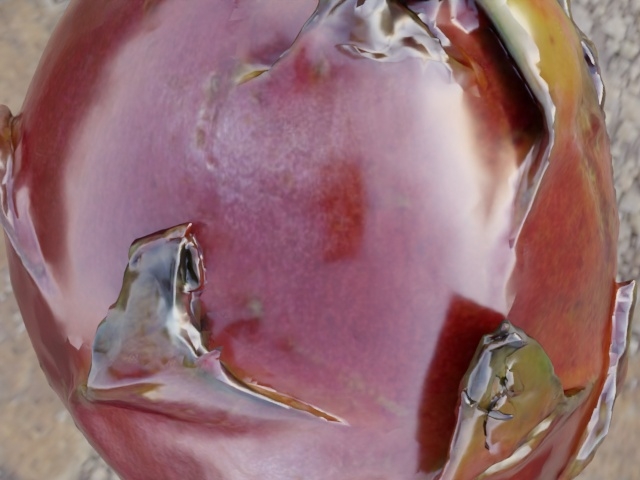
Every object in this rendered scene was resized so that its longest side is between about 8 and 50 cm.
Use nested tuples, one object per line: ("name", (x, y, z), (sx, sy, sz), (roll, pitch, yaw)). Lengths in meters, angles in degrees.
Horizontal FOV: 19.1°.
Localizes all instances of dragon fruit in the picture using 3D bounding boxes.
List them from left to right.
("dragon fruit", (0.000, -0.003, 0.672), (0.250, 0.250, 0.315), (16, 144, 10))
